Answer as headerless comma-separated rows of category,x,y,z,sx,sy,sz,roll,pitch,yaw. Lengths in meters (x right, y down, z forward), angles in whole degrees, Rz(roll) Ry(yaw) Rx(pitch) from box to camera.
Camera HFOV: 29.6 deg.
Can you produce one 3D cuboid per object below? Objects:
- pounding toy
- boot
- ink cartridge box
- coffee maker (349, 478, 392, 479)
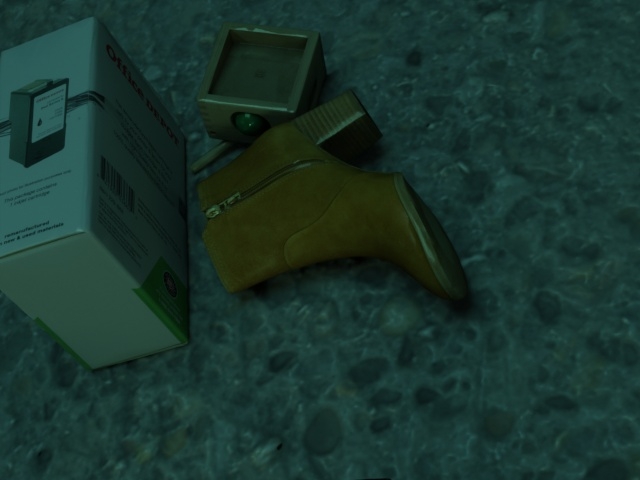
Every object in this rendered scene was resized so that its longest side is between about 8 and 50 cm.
pounding toy,-0.073,-0.150,1.324,0.130,0.100,0.141,8,62,12
boot,-0.001,-0.001,1.181,0.211,0.104,0.295,-35,50,8
ink cartridge box,-0.231,-0.048,1.234,0.122,0.211,0.289,-17,50,14
coffee maker,0.042,0.266,0.902,0.171,0.178,0.120,-26,49,5
